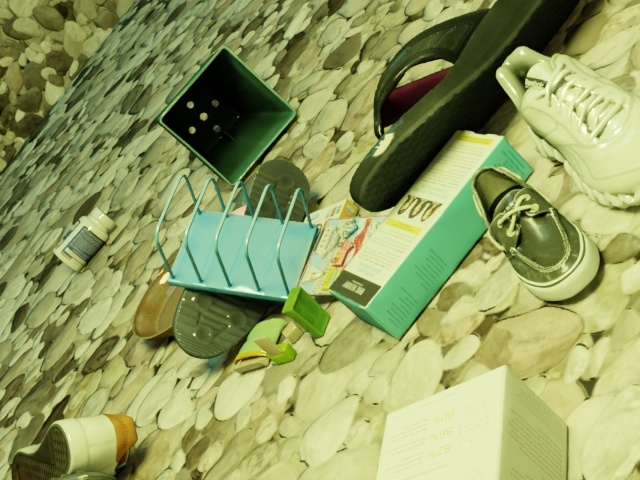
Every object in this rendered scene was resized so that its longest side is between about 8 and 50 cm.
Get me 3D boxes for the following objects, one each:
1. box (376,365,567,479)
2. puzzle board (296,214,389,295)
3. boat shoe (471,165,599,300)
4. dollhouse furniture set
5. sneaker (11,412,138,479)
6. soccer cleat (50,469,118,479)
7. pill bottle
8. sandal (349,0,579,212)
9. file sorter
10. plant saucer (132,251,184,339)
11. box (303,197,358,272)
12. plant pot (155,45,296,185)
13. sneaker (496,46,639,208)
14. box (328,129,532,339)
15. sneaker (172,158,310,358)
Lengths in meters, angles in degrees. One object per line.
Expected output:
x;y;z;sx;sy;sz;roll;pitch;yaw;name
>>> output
0.117;0.207;0.881;0.130;0.091;0.170;-29;30;34;box
0.027;0.017;1.368;0.096;0.011;0.128;-3;46;31;puzzle board
0.201;-0.012;1.098;0.078;0.070;0.219;-44;25;7;boat shoe
-0.063;0.108;1.356;0.152;0.058;0.076;-22;35;43;dollhouse furniture set
-0.325;0.304;1.477;0.290;0.123;0.105;-38;67;51;sneaker
-0.361;0.402;1.369;0.318;0.109;0.116;-38;45;16;soccer cleat
-0.454;-0.004;2.138;0.120;0.067;0.067;-49;25;-4;pill bottle
0.166;-0.208;1.330;0.107;0.167;0.446;35;71;20;sandal
-0.106;-0.009;1.386;0.170;0.104;0.118;7;55;16;file sorter
-0.200;0.076;1.652;0.199;0.036;0.198;-36;26;21;plant saucer
0.000;0.000;1.454;0.081;0.028;0.136;-22;37;43;box
-0.181;-0.216;1.912;0.165;0.165;0.234;-50;17;-5;plant pot
0.265;-0.121;1.107;0.110;0.118;0.292;-45;26;1;sneaker
0.122;-0.011;1.234;0.244;0.060;0.100;-51;24;-8;box
-0.114;0.040;1.517;0.319;0.112;0.131;-61;10;-31;sneaker
